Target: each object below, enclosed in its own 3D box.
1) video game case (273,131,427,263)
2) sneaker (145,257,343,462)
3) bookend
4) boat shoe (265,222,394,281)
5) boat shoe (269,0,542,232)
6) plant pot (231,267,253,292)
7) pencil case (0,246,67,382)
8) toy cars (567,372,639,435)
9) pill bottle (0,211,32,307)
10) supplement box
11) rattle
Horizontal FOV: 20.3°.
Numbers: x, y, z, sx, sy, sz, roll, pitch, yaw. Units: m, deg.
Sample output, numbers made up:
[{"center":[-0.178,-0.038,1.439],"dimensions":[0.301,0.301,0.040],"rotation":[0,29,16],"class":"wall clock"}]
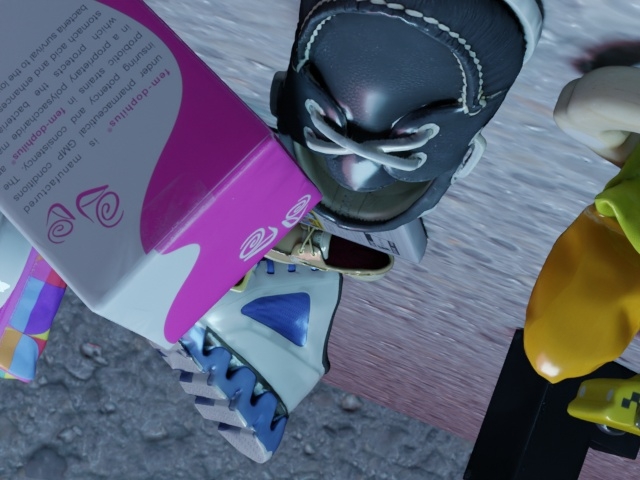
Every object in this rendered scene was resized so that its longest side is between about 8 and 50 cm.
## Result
[{"center":[-0.025,-0.045,1.342],"dimensions":[0.206,0.026,0.227],"rotation":[19,173,11],"class":"video game case"},{"center":[-0.089,0.042,1.739],"dimensions":[0.127,0.182,0.315],"rotation":[4,132,58],"class":"sneaker"},{"center":[0.240,0.187,1.730],"dimensions":[0.157,0.156,0.072],"rotation":[25,170,-33],"class":"bookend"},{"center":[0.000,0.000,1.507],"dimensions":[0.135,0.050,0.045],"rotation":[13,171,-14],"class":"boat shoe"},{"center":[0.033,-0.064,0.837],"dimensions":[0.114,0.091,0.302],"rotation":[20,172,7],"class":"boat shoe"},{"center":[-0.079,-0.016,1.311],"dimensions":[0.081,0.081,0.083],"rotation":[21,-177,-2],"class":"plant pot"},{"center":[-0.214,-0.013,1.330],"dimensions":[0.104,0.236,0.104],"rotation":[22,-179,0],"class":"pencil case"},{"center":[0.393,0.151,1.391],"dimensions":[0.393,0.087,0.176],"rotation":[13,174,27],"class":"toy cars"},{"center":[-0.298,-0.028,1.154],"dimensions":[0.216,0.121,0.121],"rotation":[21,172,-23],"class":"pill bottle"},{"center":[-0.118,-0.068,0.838],"dimensions":[0.220,0.111,0.114],"rotation":[46,180,19],"class":"supplement box"},{"center":[0.167,-0.003,0.767],"dimensions":[0.130,0.143,0.199],"rotation":[47,165,-29],"class":"rattle"}]
